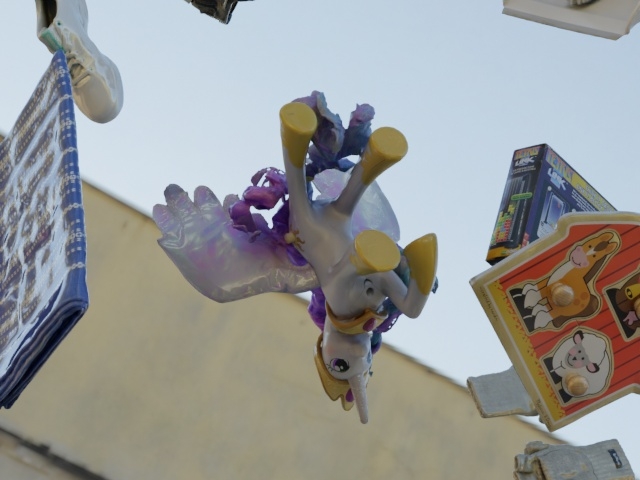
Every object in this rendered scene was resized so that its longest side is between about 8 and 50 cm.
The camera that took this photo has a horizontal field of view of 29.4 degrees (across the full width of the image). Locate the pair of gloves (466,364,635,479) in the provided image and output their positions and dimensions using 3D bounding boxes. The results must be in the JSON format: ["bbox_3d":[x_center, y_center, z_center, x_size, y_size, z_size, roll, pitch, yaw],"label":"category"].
[{"bbox_3d":[0.346,0.291,1.860,0.204,0.240,0.042,-11,-30,-31],"label":"pair of gloves"}]

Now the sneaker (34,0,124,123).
[{"bbox_3d":[-0.337,-0.254,1.630,0.080,0.212,0.094,-28,-11,16],"label":"sneaker"}]

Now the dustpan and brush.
[{"bbox_3d":[0.251,-0.255,0.972,0.147,0.211,0.060,29,-25,52],"label":"dustpan and brush"}]

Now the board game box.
[{"bbox_3d":[0.258,0.001,1.307,0.048,0.141,0.170,-13,-41,45],"label":"board game box"}]

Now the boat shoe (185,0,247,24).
[{"bbox_3d":[-0.098,-0.360,1.611,0.079,0.084,0.233,42,-33,-12],"label":"boat shoe"}]

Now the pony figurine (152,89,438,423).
[{"bbox_3d":[0.000,0.000,1.408,0.351,0.303,0.363,60,-24,27],"label":"pony figurine"}]

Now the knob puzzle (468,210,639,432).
[{"bbox_3d":[0.250,0.059,1.044,0.213,0.030,0.213,-3,-70,-9],"label":"knob puzzle"}]

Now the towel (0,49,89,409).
[{"bbox_3d":[-0.321,-0.009,1.321,0.040,0.336,0.243,12,-40,-33],"label":"towel"}]
